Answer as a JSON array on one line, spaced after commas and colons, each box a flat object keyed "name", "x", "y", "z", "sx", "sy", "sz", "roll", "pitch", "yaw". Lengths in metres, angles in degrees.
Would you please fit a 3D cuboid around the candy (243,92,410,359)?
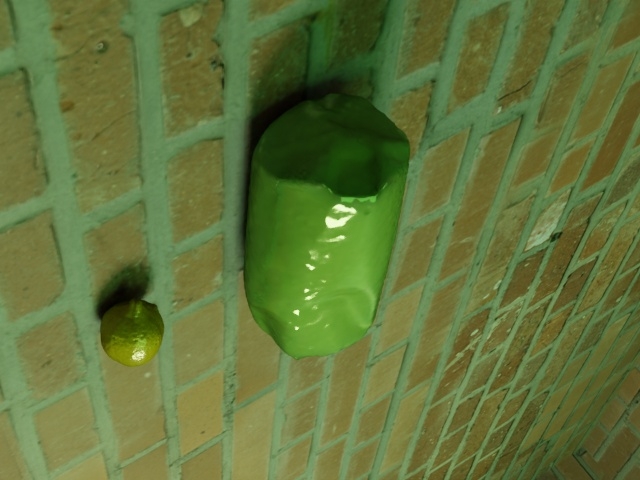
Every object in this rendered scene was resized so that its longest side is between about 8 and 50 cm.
[{"name": "candy", "x": 0.000, "y": 0.000, "z": 1.127, "sx": 0.142, "sy": 0.132, "sz": 0.343, "roll": -44, "pitch": 159, "yaw": -27}]

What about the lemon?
[{"name": "lemon", "x": -0.187, "y": 0.090, "z": 1.107, "sx": 0.065, "sy": 0.065, "sz": 0.092, "roll": -22, "pitch": 150, "yaw": -31}]
